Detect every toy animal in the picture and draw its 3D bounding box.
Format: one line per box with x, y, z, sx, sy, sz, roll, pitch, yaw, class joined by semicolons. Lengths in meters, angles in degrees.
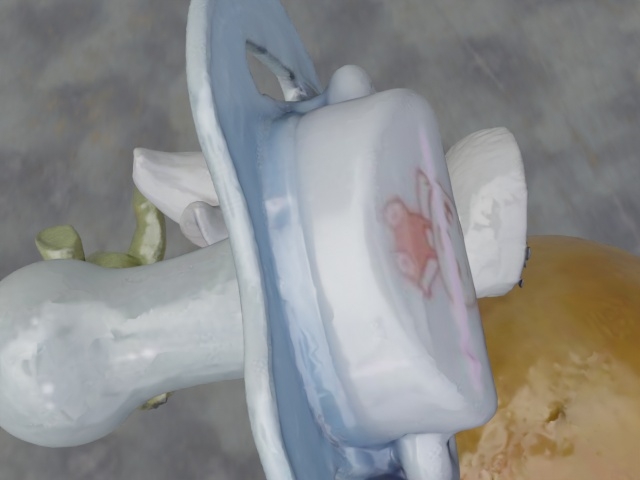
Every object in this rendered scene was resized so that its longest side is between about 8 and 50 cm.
0.003;0.001;1.101;0.220;0.104;0.131;-3;132;-18;toy animal
-0.129;0.040;1.285;0.103;0.219;0.101;-14;121;-9;toy animal

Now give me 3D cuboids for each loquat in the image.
0.147;0.157;1.296;0.328;0.328;0.328;-1;114;-2;loquat

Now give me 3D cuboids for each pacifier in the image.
-0.043;0.030;0.845;0.225;0.238;0.287;-12;81;12;pacifier
